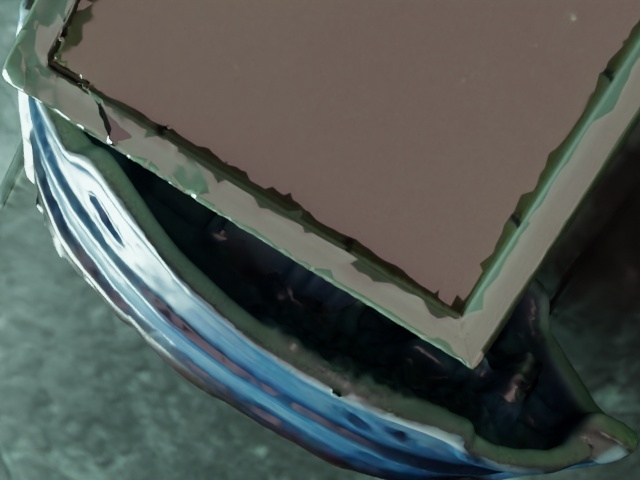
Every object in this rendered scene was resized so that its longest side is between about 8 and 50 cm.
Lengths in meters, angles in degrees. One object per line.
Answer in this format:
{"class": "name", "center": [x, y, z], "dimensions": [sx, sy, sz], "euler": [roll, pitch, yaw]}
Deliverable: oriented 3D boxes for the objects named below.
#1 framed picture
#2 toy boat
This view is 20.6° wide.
{"class": "framed picture", "center": [0.034, -0.117, 0.621], "dimensions": [0.216, 0.016, 0.273], "euler": [32, 110, 1]}
{"class": "toy boat", "center": [0.000, 0.000, 0.725], "dimensions": [0.309, 0.129, 0.142], "euler": [37, 137, -3]}
